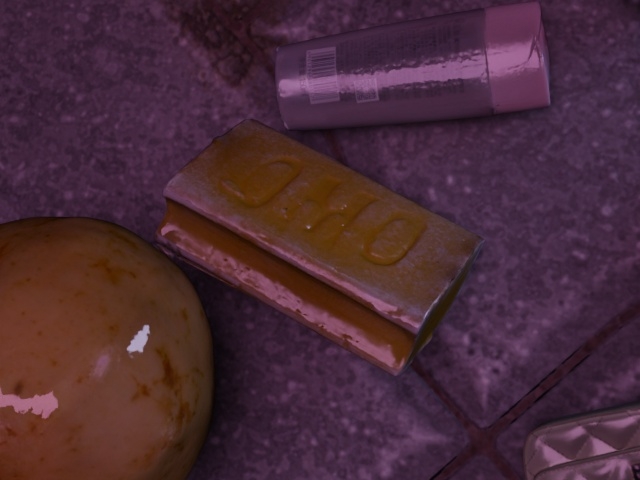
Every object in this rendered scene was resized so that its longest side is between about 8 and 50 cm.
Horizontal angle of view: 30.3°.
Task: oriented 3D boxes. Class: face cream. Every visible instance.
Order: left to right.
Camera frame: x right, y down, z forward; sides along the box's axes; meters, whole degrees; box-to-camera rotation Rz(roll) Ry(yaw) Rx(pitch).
[{"bbox_3d":[0.092,-0.167,1.177,0.269,0.073,0.107,-7,88,12],"label":"face cream"}]

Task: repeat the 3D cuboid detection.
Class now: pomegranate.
[{"bbox_3d":[-0.267,0.143,1.089,0.342,0.342,0.342,-1,85,13],"label":"pomegranate"}]

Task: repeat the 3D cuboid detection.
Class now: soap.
[{"bbox_3d":[0.000,0.000,1.132,0.274,0.173,0.089,28,130,13],"label":"soap"}]

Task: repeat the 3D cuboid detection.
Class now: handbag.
[{"bbox_3d":[0.319,0.253,1.076,0.256,0.079,0.219,-17,84,20],"label":"handbag"}]
